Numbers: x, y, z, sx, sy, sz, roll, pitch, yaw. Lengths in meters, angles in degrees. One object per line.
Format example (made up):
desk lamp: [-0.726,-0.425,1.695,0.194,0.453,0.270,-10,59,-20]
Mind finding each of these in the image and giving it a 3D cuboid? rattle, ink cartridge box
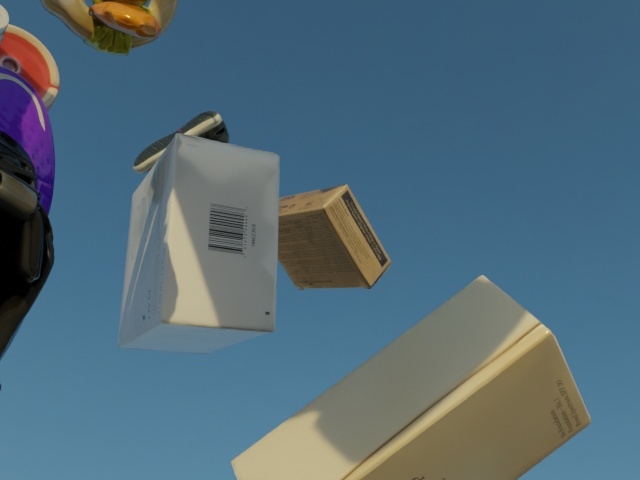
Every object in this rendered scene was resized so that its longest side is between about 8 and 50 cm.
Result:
rattle: [-0.159,-0.273,0.594,0.130,0.199,0.143,36,-12,-14]
ink cartridge box: [0.000,0.000,1.328,0.235,0.088,0.193,-6,-57,49]

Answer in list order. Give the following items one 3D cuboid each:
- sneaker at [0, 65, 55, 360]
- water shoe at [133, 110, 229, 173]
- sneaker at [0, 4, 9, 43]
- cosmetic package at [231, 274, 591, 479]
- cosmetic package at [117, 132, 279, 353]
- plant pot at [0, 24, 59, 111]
sneaker: [-0.201,-0.011,0.386,0.102,0.293,0.146,29,-44,-34]
water shoe: [-0.272,-0.176,1.310,0.203,0.073,0.080,-34,-57,-8]
sneaker: [-0.687,-0.341,1.083,0.293,0.108,0.169,7,-31,-33]
cosmetic package: [0.090,0.195,0.640,0.309,0.113,0.160,-38,-55,-3]
cosmetic package: [-0.161,0.018,0.840,0.138,0.224,0.225,9,-20,-26]
plant pot: [-0.692,-0.313,1.375,0.243,0.274,0.275,-20,-50,41]
